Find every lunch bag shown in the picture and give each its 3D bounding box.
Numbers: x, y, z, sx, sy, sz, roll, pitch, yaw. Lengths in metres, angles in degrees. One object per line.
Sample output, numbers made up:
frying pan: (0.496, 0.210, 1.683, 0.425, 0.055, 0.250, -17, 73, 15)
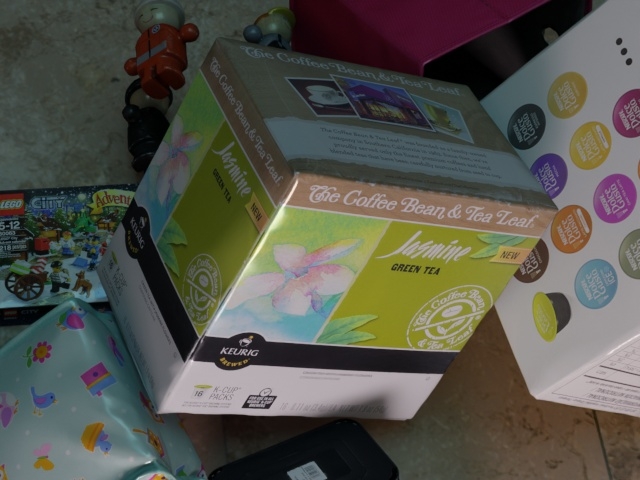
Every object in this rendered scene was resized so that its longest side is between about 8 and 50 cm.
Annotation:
lunch bag: (-0.279, 0.225, 1.506, 0.262, 0.160, 0.223, -36, 66, 10)

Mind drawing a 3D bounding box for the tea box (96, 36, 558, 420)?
tea box: (0.000, 0.000, 1.511, 0.329, 0.323, 0.220, 5, 39, -35)

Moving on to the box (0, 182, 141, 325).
box: (-0.261, 0.013, 1.706, 0.233, 0.044, 0.159, -4, 60, -11)

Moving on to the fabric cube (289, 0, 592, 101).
fabric cube: (0.139, -0.228, 1.762, 0.259, 0.254, 0.258, -28, 51, -22)

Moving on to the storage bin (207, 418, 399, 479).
storage bin: (-0.015, 0.276, 1.533, 0.180, 0.084, 0.122, -20, 35, -19)

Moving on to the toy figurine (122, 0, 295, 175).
toy figurine: (-0.131, -0.181, 1.749, 0.209, 0.213, 0.148, 1, 48, -10)

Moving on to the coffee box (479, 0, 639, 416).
coffee box: (0.387, -0.029, 1.592, 0.338, 0.334, 0.337, 14, 48, -45)
